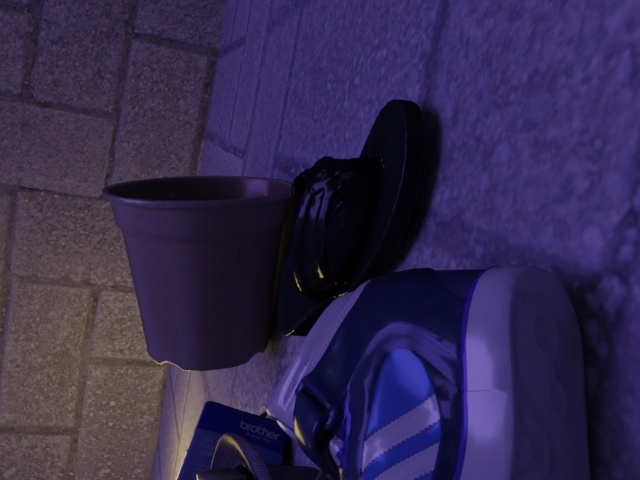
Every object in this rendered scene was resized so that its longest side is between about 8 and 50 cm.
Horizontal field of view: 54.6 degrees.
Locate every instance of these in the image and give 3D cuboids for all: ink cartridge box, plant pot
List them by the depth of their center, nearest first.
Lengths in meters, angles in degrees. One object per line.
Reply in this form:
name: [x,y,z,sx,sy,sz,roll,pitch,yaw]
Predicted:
ink cartridge box: [-0.174,0.441,0.953,0.395,0.151,0.270,-78,10,-47]
plant pot: [-0.208,0.053,1.116,0.334,0.334,0.305,-144,53,-70]

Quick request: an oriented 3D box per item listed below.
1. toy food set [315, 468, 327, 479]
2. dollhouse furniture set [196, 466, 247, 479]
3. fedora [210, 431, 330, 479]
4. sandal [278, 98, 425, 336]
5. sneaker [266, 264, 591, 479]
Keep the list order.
toy food set: [0.064,0.150,0.604,0.128,0.071,0.217,-27,-45,-74]
dollhouse furniture set: [-0.148,0.343,0.643,0.129,0.129,0.183,154,112,-63]
fedora: [-0.030,0.348,0.694,0.275,0.124,0.243,-121,39,-48]
sandal: [0.000,0.003,0.779,0.445,0.107,0.167,122,150,-51]
sneaker: [0.050,0.175,0.430,0.236,0.130,0.322,-16,57,48]
